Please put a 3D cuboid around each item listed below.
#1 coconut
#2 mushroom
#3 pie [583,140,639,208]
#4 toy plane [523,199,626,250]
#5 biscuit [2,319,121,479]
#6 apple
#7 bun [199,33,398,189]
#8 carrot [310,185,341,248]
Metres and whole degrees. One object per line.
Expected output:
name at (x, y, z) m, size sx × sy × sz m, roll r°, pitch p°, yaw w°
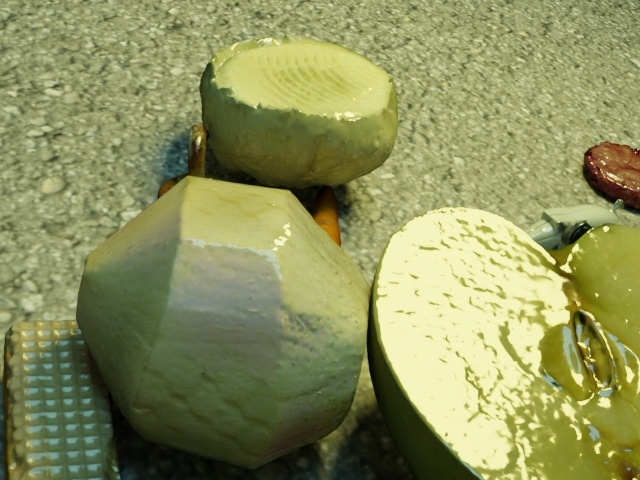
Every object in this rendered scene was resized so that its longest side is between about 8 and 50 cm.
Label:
coconut at (-0.087, 0.065, 0.856) m, size 0.259 × 0.259 × 0.259 m, roll 11°, pitch 36°, yaw -8°
mushroom at (-0.139, -0.068, 1.140) m, size 0.088 × 0.073 × 0.130 m, roll 0°, pitch 67°, yaw 12°
pie at (0.458, -0.097, 1.467) m, size 0.154 × 0.036 × 0.154 m, roll 11°, pitch 36°, yaw -8°
toy plane at (0.249, -0.001, 1.195) m, size 0.273 × 0.107 × 0.182 m, roll 5°, pitch 32°, yaw -10°
biscuit at (-0.198, 0.209, 0.764) m, size 0.094 × 0.054 × 0.379 m, roll 1°, pitch 39°, yaw -20°
apple at (0.220, 0.123, 0.866) m, size 0.312 × 0.320 × 0.360 m, roll 47°, pitch 27°, yaw -36°
bun at (-0.032, -0.147, 1.227) m, size 0.259 × 0.152 × 0.259 m, roll 5°, pitch 34°, yaw -4°
carrot at (0.000, 0.000, 1.141) m, size 0.061 × 0.061 × 0.257 m, roll 17°, pitch 27°, yaw 0°
